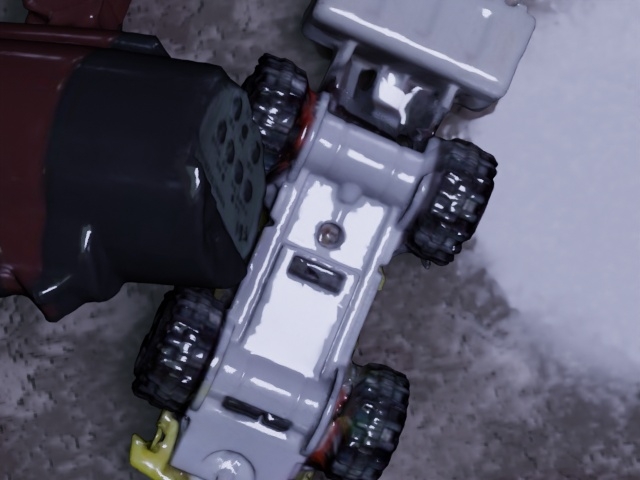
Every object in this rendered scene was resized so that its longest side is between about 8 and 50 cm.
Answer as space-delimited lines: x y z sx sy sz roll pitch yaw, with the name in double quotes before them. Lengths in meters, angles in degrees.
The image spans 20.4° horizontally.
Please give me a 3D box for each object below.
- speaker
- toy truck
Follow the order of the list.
"speaker" -0.180 -0.070 0.846 0.330 0.259 0.198 3 124 13
"toy truck" 0.000 0.000 0.876 0.136 0.111 0.285 23 90 -7
